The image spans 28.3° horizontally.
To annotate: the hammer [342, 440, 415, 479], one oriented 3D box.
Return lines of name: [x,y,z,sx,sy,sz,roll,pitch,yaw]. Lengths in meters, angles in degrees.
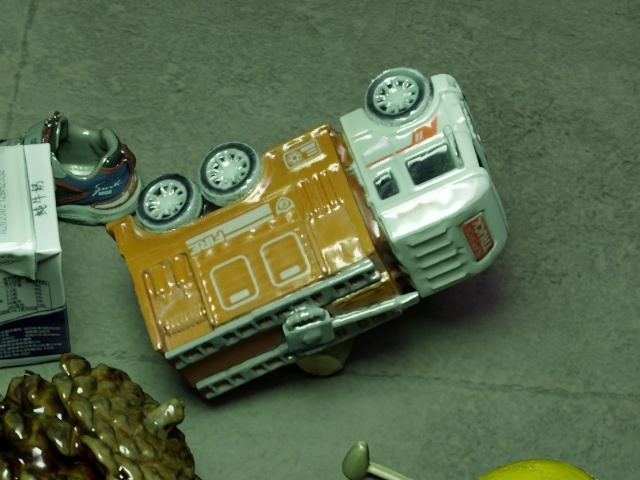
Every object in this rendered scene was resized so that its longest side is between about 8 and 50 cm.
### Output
hammer: [0.118,0.253,1.298,0.195,0.060,0.028,22,56,2]

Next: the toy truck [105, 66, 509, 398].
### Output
toy truck: [0.000,0.000,1.295,0.388,0.173,0.207,-25,56,6]

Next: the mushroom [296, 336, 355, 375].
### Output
mushroom: [0.057,0.036,1.414,0.099,0.096,0.278,2,41,51]

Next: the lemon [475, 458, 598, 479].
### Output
lemon: [0.208,0.296,1.209,0.206,0.173,0.173,-7,57,-28]

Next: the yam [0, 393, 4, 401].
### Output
yam: [-0.365,0.143,1.315,0.129,0.027,0.033,41,21,21]

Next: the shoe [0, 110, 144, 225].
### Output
shoe: [-0.310,-0.085,1.420,0.228,0.125,0.099,4,59,-7]

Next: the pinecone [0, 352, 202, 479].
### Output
pinecone: [-0.231,0.224,1.165,0.257,0.243,0.243,-12,56,10]

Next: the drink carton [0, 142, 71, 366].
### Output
drink carton: [-0.312,0.018,1.289,0.102,0.222,0.134,-4,57,-11]
